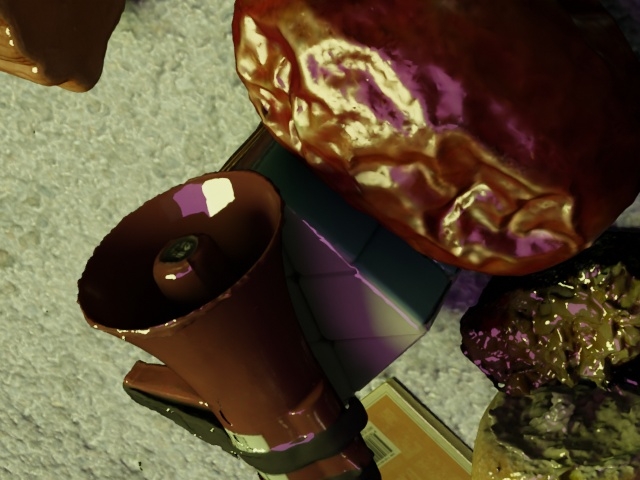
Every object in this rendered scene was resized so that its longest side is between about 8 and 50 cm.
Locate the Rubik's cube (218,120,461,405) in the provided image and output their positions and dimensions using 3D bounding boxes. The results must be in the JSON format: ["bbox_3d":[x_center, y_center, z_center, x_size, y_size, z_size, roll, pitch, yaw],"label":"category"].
[{"bbox_3d":[0.000,0.000,1.882,0.231,0.225,0.221,41,133,-5],"label":"Rubik's cube"}]

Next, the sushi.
[{"bbox_3d":[0.242,0.082,1.885,0.212,0.115,0.147,-16,113,34],"label":"sushi"}]

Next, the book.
[{"bbox_3d":[0.112,0.268,2.151,0.241,0.018,0.170,44,132,-6],"label":"book"}]

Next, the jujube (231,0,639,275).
[{"bbox_3d":[0.105,-0.143,1.712,0.377,0.276,0.276,37,132,-11],"label":"jujube"}]

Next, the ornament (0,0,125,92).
[{"bbox_3d":[-0.327,-0.255,1.891,0.217,0.221,0.235,8,118,28],"label":"ornament"}]

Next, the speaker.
[{"bbox_3d":[-0.098,0.123,1.761,0.259,0.198,0.329,-8,129,18],"label":"speaker"}]

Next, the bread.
[{"bbox_3d":[0.246,0.260,1.968,0.195,0.176,0.246,7,124,20],"label":"bread"}]
